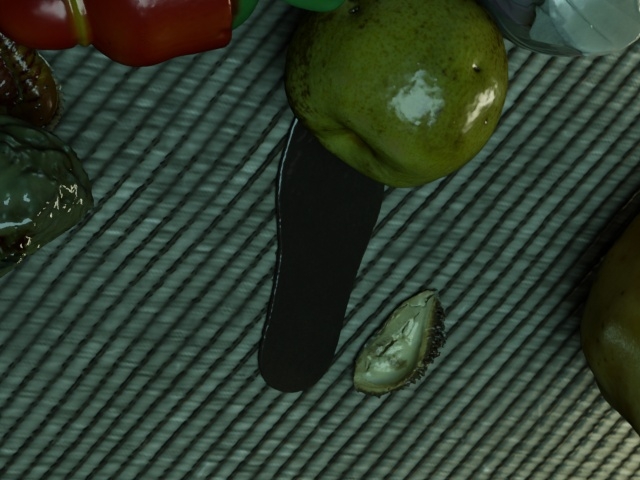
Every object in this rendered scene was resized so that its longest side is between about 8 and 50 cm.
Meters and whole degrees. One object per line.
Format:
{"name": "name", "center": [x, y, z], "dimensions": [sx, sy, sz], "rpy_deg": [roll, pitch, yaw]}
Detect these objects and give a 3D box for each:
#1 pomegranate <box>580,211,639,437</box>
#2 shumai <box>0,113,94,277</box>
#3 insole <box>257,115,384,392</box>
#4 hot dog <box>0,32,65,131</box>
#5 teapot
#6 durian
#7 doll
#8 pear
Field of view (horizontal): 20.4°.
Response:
{"name": "pomegranate", "center": [0.431, 0.090, 1.750], "dimensions": [0.333, 0.332, 0.332], "rpy_deg": [-7, 114, -16]}
{"name": "shumai", "center": [-0.324, -0.052, 1.483], "dimensions": [0.218, 0.256, 0.189], "rpy_deg": [47, 55, -10]}
{"name": "insole", "center": [0.000, 0.000, 1.713], "dimensions": [0.111, 0.007, 0.327], "rpy_deg": [4, 111, -19]}
{"name": "hot dog", "center": [-0.296, -0.156, 1.517], "dimensions": [0.099, 0.053, 0.192], "rpy_deg": [-38, 117, 4]}
{"name": "teapot", "center": [0.252, -0.242, 1.600], "dimensions": [0.222, 0.178, 0.163], "rpy_deg": [-8, 115, -17]}
{"name": "durian", "center": [0.086, 0.108, 1.779], "dimensions": [0.066, 0.052, 0.130], "rpy_deg": [41, 92, 10]}
{"name": "doll", "center": [-0.135, -0.237, 1.470], "dimensions": [0.363, 0.160, 0.182], "rpy_deg": [-19, 72, -10]}
{"name": "pear", "center": [0.074, -0.152, 1.572], "dimensions": [0.197, 0.197, 0.197], "rpy_deg": [-7, 114, -16]}
